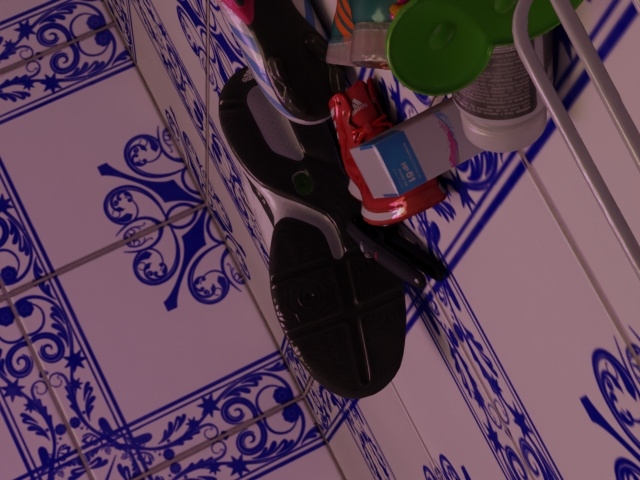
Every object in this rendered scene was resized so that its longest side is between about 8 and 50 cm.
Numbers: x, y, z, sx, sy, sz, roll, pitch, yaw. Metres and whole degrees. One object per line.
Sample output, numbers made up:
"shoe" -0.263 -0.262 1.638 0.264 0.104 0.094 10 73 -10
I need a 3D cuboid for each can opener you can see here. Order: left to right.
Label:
"can opener" 0.083 0.009 1.627 0.186 0.059 0.073 51 162 53

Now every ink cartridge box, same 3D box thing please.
"ink cartridge box" 0.097 -0.085 1.184 0.052 0.122 0.088 62 170 -6

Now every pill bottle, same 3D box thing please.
"pill bottle" 0.132 -0.134 1.020 0.078 0.078 0.137 56 165 40

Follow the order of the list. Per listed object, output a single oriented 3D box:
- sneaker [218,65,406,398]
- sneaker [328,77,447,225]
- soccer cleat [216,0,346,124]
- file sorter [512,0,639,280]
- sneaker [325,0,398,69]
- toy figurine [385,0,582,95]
"sneaker" 0.001 -0.001 1.838 0.257 0.169 0.448 74 177 -78
"sneaker" 0.055 -0.097 1.459 0.128 0.087 0.221 67 168 -17
"soccer cleat" -0.076 -0.282 1.577 0.331 0.116 0.143 67 169 -13
"file sorter" 0.204 -0.094 0.521 0.193 0.173 0.278 64 170 8
"sneaker" 0.066 -0.203 1.167 0.302 0.108 0.121 -127 41 -82
"toy figurine" 0.091 -0.200 0.933 0.130 0.173 0.159 25 -160 -22
